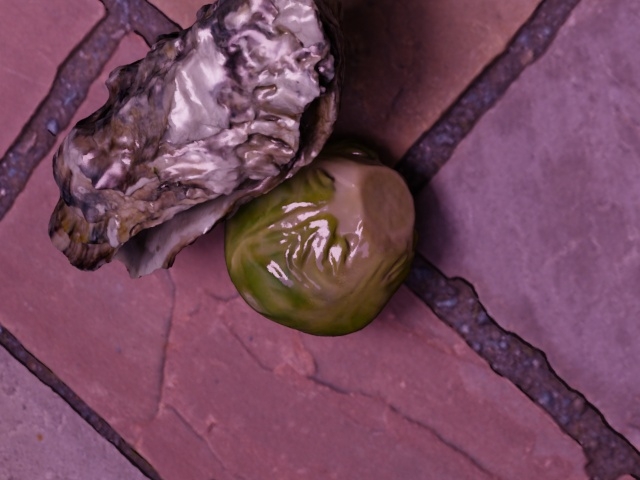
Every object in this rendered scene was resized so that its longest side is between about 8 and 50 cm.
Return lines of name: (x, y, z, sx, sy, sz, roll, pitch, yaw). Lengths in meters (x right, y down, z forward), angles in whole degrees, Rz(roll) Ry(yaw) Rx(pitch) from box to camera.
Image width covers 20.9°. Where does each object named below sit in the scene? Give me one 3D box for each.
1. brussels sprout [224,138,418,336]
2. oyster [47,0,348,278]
brussels sprout: (-0.002, 0.003, 1.283, 0.155, 0.117, 0.155, 20, 123, 33)
oyster: (-0.083, -0.095, 1.227, 0.351, 0.158, 0.162, -43, 62, 47)
